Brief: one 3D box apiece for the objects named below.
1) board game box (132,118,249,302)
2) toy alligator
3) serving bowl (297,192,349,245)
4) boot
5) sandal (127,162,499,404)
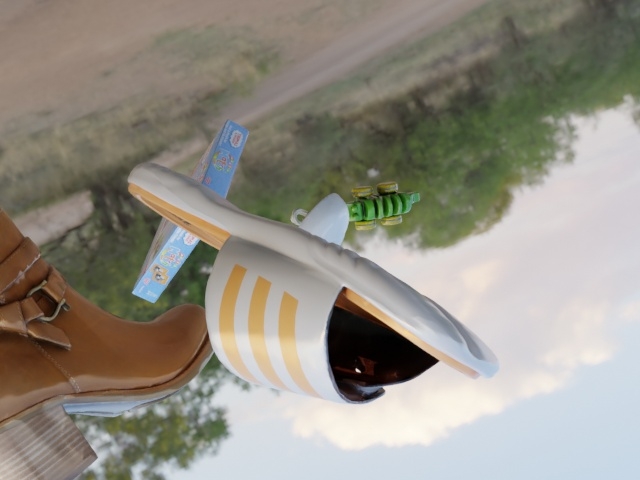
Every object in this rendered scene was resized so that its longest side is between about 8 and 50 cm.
[{"bbox_3d":[-0.171,-0.037,1.402,0.211,0.039,0.160,-50,-162,42],"label":"board game box"},{"bbox_3d":[0.056,-0.042,1.432,0.190,0.056,0.051,-11,-170,-21],"label":"toy alligator"},{"bbox_3d":[0.000,0.000,0.939,0.083,0.027,0.083,-50,166,-17],"label":"serving bowl"},{"bbox_3d":[-0.152,0.044,0.639,0.073,0.152,0.197,-27,-171,37],"label":"boot"},{"bbox_3d":[-0.024,0.034,0.540,0.265,0.102,0.076,24,-98,46],"label":"sandal"}]
